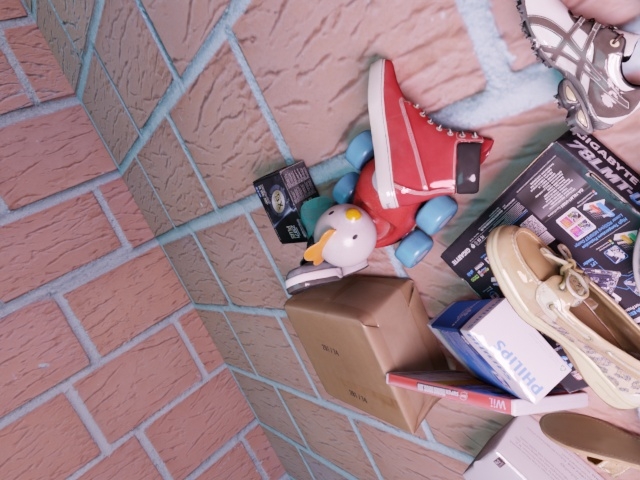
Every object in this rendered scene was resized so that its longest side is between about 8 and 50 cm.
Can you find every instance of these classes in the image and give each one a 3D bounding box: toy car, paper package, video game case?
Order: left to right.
[{"bbox_3d":[0.070,-0.036,0.788,0.219,0.238,0.210,45,147,19],"label":"toy car"},{"bbox_3d":[0.106,0.248,1.058,0.324,0.168,0.310,-3,116,55],"label":"paper package"},{"bbox_3d":[0.288,0.269,0.808,0.285,0.204,0.025,-12,72,57],"label":"video game case"}]

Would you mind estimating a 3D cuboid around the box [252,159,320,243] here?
[{"bbox_3d":[-0.070,-0.089,1.093,0.147,0.077,0.180,-5,113,55],"label":"box"}]

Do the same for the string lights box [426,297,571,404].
[{"bbox_3d":[0.274,0.171,0.734,0.133,0.076,0.260,50,174,7],"label":"string lights box"}]

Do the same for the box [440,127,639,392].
[{"bbox_3d":[0.354,0.045,0.621,0.293,0.073,0.296,47,148,14],"label":"box"}]

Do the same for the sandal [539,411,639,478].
[{"bbox_3d":[0.475,0.347,0.704,0.240,0.088,0.079,-9,104,52],"label":"sandal"}]

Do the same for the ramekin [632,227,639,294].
[{"bbox_3d":[0.415,0.028,0.406,0.207,0.109,0.207,6,102,29],"label":"ramekin"}]

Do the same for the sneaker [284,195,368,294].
[{"bbox_3d":[0.000,0.000,0.919,0.123,0.295,0.179,-22,87,25],"label":"sneaker"}]

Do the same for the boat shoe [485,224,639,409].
[{"bbox_3d":[0.324,0.083,0.546,0.285,0.104,0.089,46,144,-2],"label":"boat shoe"}]

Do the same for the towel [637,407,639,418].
[{"bbox_3d":[0.519,0.328,0.483,0.237,0.037,0.329,127,142,-56],"label":"towel"}]

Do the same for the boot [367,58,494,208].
[{"bbox_3d":[0.167,-0.180,0.690,0.176,0.088,0.245,-10,79,15],"label":"boot"}]

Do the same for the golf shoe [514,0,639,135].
[{"bbox_3d":[0.291,-0.220,0.491,0.093,0.077,0.198,-24,101,44],"label":"golf shoe"}]

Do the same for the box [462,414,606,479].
[{"bbox_3d":[0.409,0.469,0.872,0.182,0.119,0.181,41,145,26],"label":"box"}]
